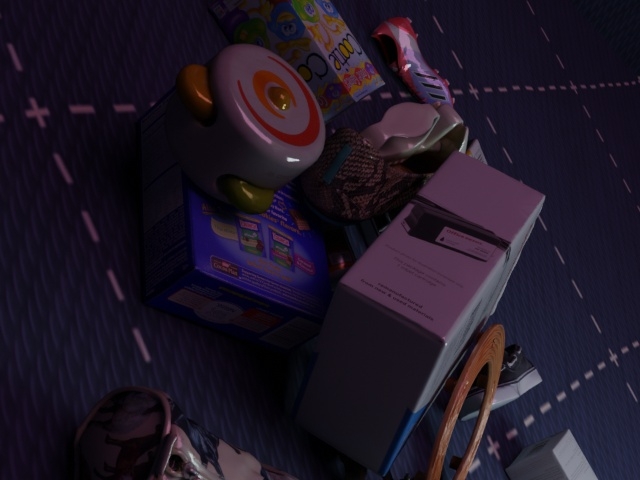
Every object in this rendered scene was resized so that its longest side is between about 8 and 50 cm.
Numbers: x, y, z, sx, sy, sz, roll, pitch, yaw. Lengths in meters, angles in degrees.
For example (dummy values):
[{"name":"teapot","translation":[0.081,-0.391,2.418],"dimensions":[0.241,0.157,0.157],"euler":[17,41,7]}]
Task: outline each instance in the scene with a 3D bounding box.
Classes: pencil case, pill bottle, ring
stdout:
[{"name":"pencil case","translation":[-0.087,0.319,1.295],"dimensions":[0.410,0.183,0.160],"euler":[36,77,-33]},{"name":"pill bottle","translation":[0.000,0.000,1.775],"dimensions":[0.086,0.086,0.152],"euler":[3,62,-54]},{"name":"ring","translation":[0.206,0.281,1.687],"dimensions":[0.032,0.337,0.336],"euler":[18,26,18]}]

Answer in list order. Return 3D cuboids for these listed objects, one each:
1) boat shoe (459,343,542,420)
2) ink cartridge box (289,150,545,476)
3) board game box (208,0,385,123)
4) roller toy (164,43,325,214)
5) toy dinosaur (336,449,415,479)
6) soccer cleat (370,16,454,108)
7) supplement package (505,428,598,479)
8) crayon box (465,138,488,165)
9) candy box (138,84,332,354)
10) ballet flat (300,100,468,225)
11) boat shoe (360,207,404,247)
[{"name":"boat shoe","translation":[0.305,0.239,1.984],"dimensions":[0.301,0.108,0.102],"euler":[-11,73,-60]},{"name":"ink cartridge box","translation":[0.145,0.093,1.613],"dimensions":[0.166,0.286,0.395],"euler":[29,41,13]},{"name":"board game box","translation":[-0.038,-0.336,1.948],"dimensions":[0.275,0.142,0.144],"euler":[56,32,-5]},{"name":"roller toy","translation":[-0.096,-0.158,1.490],"dimensions":[0.209,0.146,0.191],"euler":[50,35,-8]},{"name":"toy dinosaur","translation":[0.069,0.313,1.619],"dimensions":[0.118,0.064,0.268],"euler":[23,36,-26]},{"name":"soccer cleat","translation":[0.193,-0.353,2.368],"dimensions":[0.095,0.083,0.248],"euler":[-31,96,-29]},{"name":"supplement package","translation":[0.426,0.445,1.981],"dimensions":[0.179,0.105,0.105],"euler":[61,31,3]},{"name":"crayon box","translation":[0.264,-0.042,2.143],"dimensions":[0.203,0.083,0.323],"euler":[66,28,-15]},{"name":"candy box","translation":[-0.122,-0.031,1.596],"dimensions":[0.268,0.122,0.317],"euler":[26,46,-40]},{"name":"ballet flat","translation":[0.139,-0.136,1.770],"dimensions":[0.164,0.182,0.482],"euler":[39,23,18]},{"name":"boat shoe","translation":[0.141,-0.038,1.985],"dimensions":[0.113,0.105,0.306],"euler":[0,64,-55]}]
